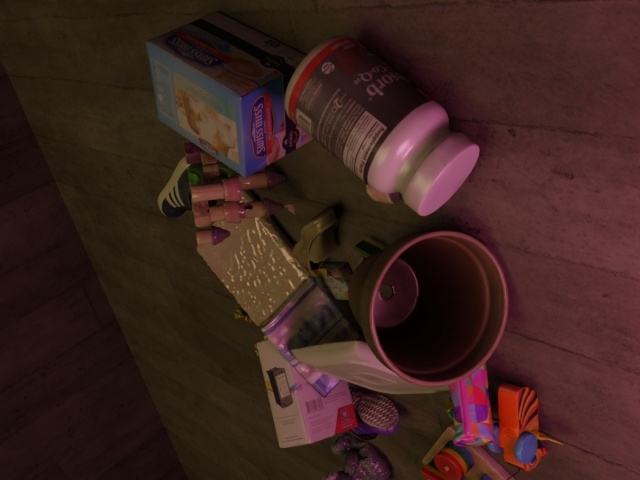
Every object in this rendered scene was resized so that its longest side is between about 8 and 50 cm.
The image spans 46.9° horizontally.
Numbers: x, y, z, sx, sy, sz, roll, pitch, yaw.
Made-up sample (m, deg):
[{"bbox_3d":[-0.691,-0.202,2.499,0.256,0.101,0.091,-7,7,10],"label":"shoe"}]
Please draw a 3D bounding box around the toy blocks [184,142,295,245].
[{"bbox_3d":[-0.220,-0.159,1.976,0.309,0.260,0.288,98,161,-57],"label":"toy blocks"}]

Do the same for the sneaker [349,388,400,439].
[{"bbox_3d":[0.150,0.542,2.216,0.293,0.102,0.146,8,129,55],"label":"sneaker"}]

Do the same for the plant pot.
[{"bbox_3d":[0.198,0.132,1.622,0.323,0.323,0.280,64,163,-13],"label":"plant pot"}]

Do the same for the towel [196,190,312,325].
[{"bbox_3d":[-0.200,0.055,2.203,0.332,0.053,0.317,50,131,8],"label":"towel"}]

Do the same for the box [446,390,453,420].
[{"bbox_3d":[0.353,0.421,1.812,0.105,0.043,0.179,56,-170,-2],"label":"box"}]

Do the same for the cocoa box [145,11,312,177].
[{"bbox_3d":[-0.215,-0.354,1.758,0.347,0.228,0.231,34,142,30],"label":"cocoa box"}]

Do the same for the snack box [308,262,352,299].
[{"bbox_3d":[0.038,0.111,2.023,0.141,0.037,0.100,-3,118,54],"label":"snack box"}]

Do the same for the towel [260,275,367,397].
[{"bbox_3d":[-0.007,0.265,2.019,0.285,0.209,0.034,50,164,-17],"label":"towel"}]

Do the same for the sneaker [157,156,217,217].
[{"bbox_3d":[-0.402,-0.130,2.293,0.148,0.131,0.350,55,148,9],"label":"sneaker"}]

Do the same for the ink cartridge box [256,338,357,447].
[{"bbox_3d":[-0.037,0.415,2.113,0.131,0.226,0.306,-24,75,39],"label":"ink cartridge box"}]

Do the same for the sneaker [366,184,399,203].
[{"bbox_3d":[0.126,-0.143,1.667,0.070,0.051,0.134,5,127,44],"label":"sneaker"}]

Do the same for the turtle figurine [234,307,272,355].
[{"bbox_3d":[-0.174,0.237,2.363,0.217,0.087,0.269,30,115,42],"label":"turtle figurine"}]

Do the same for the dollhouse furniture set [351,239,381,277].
[{"bbox_3d":[0.121,0.072,1.844,0.058,0.076,0.152,30,139,35],"label":"dollhouse furniture set"}]

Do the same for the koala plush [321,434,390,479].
[{"bbox_3d":[0.092,0.773,2.371,0.203,0.221,0.196,-4,115,53],"label":"koala plush"}]

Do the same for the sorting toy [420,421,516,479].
[{"bbox_3d":[0.391,0.661,2.005,0.255,0.089,0.257,43,146,20],"label":"sorting toy"}]

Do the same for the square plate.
[{"bbox_3d":[0.142,0.335,1.885,0.347,0.049,0.344,23,158,-23],"label":"square plate"}]

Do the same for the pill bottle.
[{"bbox_3d":[0.120,-0.225,1.457,0.363,0.210,0.210,42,145,20],"label":"pill bottle"}]

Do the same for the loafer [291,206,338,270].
[{"bbox_3d":[0.000,0.000,1.925,0.092,0.102,0.268,48,156,9],"label":"loafer"}]

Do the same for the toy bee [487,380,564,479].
[{"bbox_3d":[0.459,0.464,1.715,0.195,0.162,0.298,38,119,39],"label":"toy bee"}]

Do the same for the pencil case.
[{"bbox_3d":[0.337,0.348,1.682,0.104,0.104,0.236,133,137,-57],"label":"pencil case"}]
